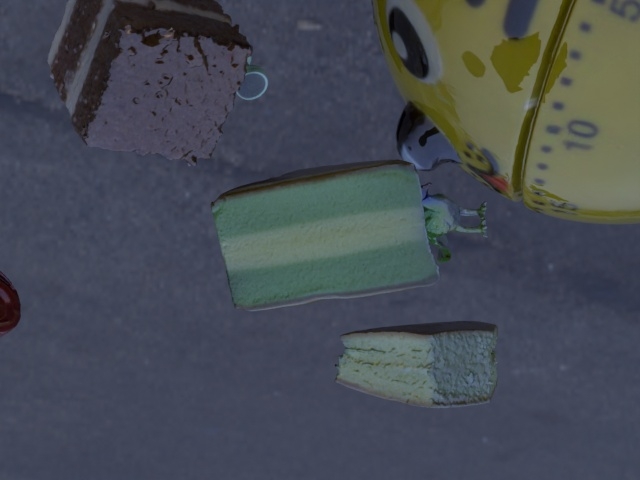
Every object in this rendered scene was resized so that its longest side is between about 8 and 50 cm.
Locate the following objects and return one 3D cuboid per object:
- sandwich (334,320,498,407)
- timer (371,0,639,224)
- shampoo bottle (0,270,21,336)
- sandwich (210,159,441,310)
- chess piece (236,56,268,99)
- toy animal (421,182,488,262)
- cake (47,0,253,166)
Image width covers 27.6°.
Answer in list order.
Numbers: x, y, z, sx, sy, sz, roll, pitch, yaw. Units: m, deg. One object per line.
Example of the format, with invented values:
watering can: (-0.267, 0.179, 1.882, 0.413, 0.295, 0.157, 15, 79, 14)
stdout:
sandwich: (0.144, 0.149, 1.595, 0.258, 0.094, 0.096, 0, -174, -36)
timer: (0.162, -0.191, 0.898, 0.387, 0.376, 0.376, 23, 153, 14)
shampoo bottle: (-0.403, 0.102, 1.139, 0.314, 0.076, 0.118, -29, 146, 30)
sandwich: (0.000, 0.000, 0.704, 0.074, 0.074, 0.116, -16, -173, -23)
chess piece: (-0.092, -0.206, 1.528, 0.042, 0.093, 0.042, -12, 133, -13)
toy animal: (0.141, -0.014, 1.365, 0.075, 0.041, 0.217, -4, 162, 14)
cake: (-0.157, -0.160, 1.153, 0.135, 0.147, 0.134, 7, 118, -37)
